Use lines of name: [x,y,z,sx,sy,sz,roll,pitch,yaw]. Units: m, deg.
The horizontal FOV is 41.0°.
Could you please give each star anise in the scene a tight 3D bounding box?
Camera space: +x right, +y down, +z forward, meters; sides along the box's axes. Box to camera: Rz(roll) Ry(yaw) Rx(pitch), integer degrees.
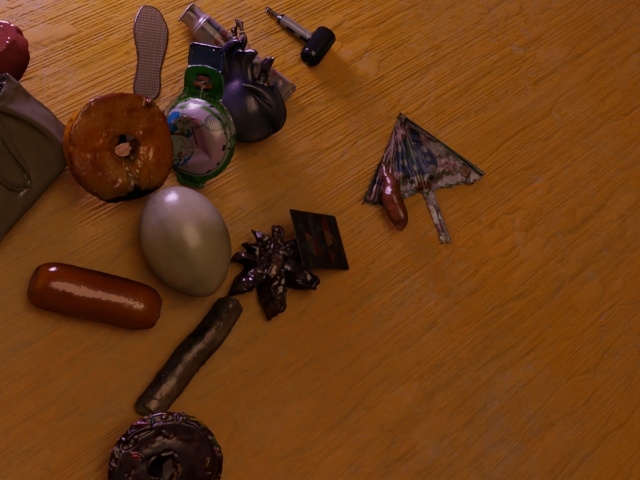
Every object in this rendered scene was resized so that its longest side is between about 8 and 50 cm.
star anise: [-0.099,0.069,1.953,0.214,0.099,0.220,17,67,-14]

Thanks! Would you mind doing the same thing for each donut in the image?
donut: [-0.433,-0.200,1.837,0.253,0.118,0.254,-7,100,-47]
donut: [-0.316,0.453,1.722,0.234,0.089,0.235,1,88,-21]

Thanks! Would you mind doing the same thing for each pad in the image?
pad: [0.000,0.000,2.003,0.211,0.003,0.143,4,68,-60]

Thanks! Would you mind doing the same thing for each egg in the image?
egg: [-0.289,0.003,1.839,0.186,0.186,0.253,-27,86,-28]

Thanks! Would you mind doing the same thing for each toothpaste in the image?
toothpaste: [-0.205,-0.447,2.094,0.323,0.066,0.100,40,68,-13]

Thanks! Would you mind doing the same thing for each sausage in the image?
sausage: [-0.463,0.116,1.776,0.274,0.105,0.105,15,68,-18]
sausage: [-0.729,-0.346,1.777,0.152,0.152,0.280,45,62,-5]

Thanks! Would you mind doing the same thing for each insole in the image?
insole: [-0.404,-0.447,2.034,0.086,0.005,0.253,6,72,-22]

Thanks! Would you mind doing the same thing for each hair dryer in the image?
hair dryer: [-0.065,-0.535,2.194,0.197,0.057,0.100,34,63,-1]

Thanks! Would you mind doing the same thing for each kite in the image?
kite: [0.264,-0.163,2.234,0.405,0.014,0.369,-14,80,-28]

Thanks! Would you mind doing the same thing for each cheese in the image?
cheese: [-0.273,-0.276,1.916,0.083,0.203,0.321,-25,127,-63]

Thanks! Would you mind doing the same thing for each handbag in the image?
handbag: [-0.648,-0.163,1.738,0.316,0.109,0.253,-56,132,-25]

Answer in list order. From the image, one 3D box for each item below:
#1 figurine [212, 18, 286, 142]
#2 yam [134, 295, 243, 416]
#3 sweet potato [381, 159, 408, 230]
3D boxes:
figurine: [-0.187,-0.357,2.003,0.197,0.175,0.265,-38,91,0]
yam: [-0.276,0.248,1.834,0.071,0.067,0.317,47,62,-19]
sweet potato: [0.180,-0.114,2.145,0.056,0.056,0.195,-2,69,-24]
